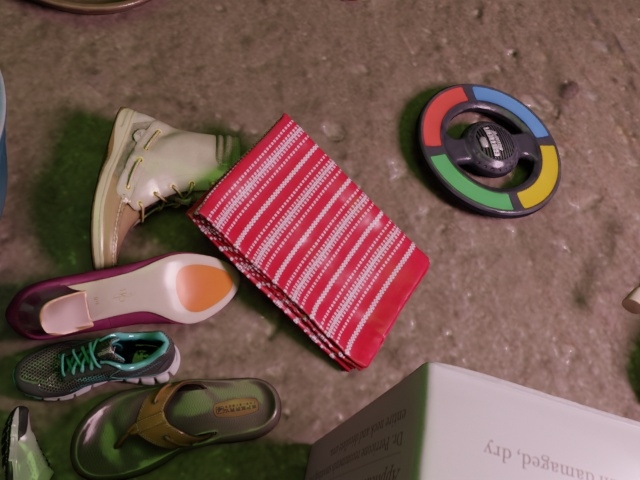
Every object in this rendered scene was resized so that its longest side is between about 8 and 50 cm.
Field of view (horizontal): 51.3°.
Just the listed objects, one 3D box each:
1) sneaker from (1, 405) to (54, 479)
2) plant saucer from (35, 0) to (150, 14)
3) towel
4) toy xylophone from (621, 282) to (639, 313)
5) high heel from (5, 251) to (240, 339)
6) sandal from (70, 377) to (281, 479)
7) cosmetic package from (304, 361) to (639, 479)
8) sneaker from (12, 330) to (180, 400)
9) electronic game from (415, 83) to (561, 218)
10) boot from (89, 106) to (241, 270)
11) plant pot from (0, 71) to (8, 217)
[{"bbox_3d":[-0.283,0.214,0.643,0.044,0.040,0.109,3,65,-34],"label":"sneaker"},{"bbox_3d":[-0.336,-0.422,0.947,0.278,0.041,0.277,7,61,-14],"label":"plant saucer"},{"bbox_3d":[0.000,0.000,0.801,0.275,0.031,0.199,45,58,-10],"label":"towel"},{"bbox_3d":[0.532,0.100,0.920,0.236,0.081,0.323,43,60,7],"label":"toy xylophone"},{"bbox_3d":[-0.212,0.062,0.738,0.244,0.117,0.082,-17,100,-41],"label":"high heel"},{"bbox_3d":[-0.141,0.184,0.683,0.219,0.060,0.090,-5,65,-19],"label":"sandal"},{"bbox_3d":[0.143,0.361,0.525,0.328,0.329,0.393,18,61,-8],"label":"cosmetic package"},{"bbox_3d":[-0.227,0.119,0.682,0.167,0.076,0.065,-8,66,-20],"label":"sneaker"},{"bbox_3d":[0.247,-0.134,0.974,0.229,0.048,0.229,7,62,-14],"label":"electronic game"},{"bbox_3d":[-0.177,-0.051,0.787,0.165,0.077,0.213,12,61,-14],"label":"boot"},{"bbox_3d":[-0.415,-0.049,0.607,0.272,0.255,0.271,7,62,-13],"label":"plant pot"}]
